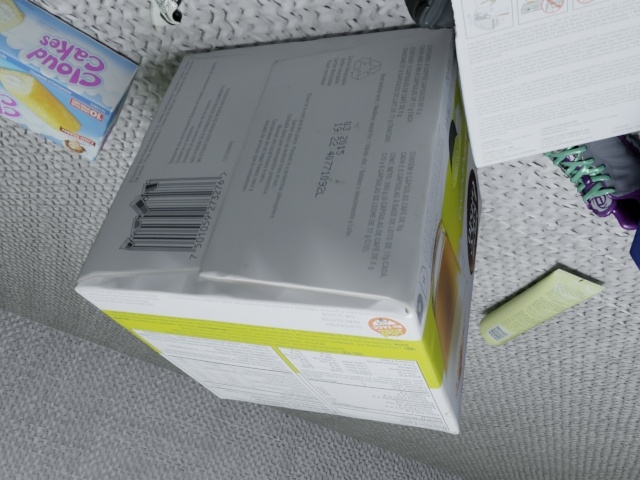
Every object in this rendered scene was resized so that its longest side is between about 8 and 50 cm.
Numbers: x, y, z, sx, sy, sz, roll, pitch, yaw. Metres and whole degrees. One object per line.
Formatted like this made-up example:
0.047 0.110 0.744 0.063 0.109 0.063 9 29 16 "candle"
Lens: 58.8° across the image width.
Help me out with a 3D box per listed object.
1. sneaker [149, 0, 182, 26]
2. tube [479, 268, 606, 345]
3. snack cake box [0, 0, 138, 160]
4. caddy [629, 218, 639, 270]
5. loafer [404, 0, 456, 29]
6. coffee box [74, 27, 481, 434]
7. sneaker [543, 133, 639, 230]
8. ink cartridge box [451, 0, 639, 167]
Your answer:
-0.172 -0.272 0.624 0.036 0.032 0.083 2 156 -3 "sneaker"
0.373 0.117 0.993 0.070 0.062 0.240 -19 161 -31 "tube"
-0.392 -0.229 0.743 0.264 0.089 0.152 28 148 -19 "snack cake box"
0.416 -0.027 0.486 0.241 0.179 0.341 21 -166 20 "caddy"
0.139 -0.264 0.446 0.078 0.076 0.223 -10 155 -22 "loafer"
0.000 0.000 0.685 0.338 0.338 0.334 1 148 23 "coffee box"
0.301 -0.087 0.628 0.223 0.098 0.083 27 149 -19 "sneaker"
0.214 -0.182 0.501 0.189 0.066 0.232 -12 132 14 "ink cartridge box"
